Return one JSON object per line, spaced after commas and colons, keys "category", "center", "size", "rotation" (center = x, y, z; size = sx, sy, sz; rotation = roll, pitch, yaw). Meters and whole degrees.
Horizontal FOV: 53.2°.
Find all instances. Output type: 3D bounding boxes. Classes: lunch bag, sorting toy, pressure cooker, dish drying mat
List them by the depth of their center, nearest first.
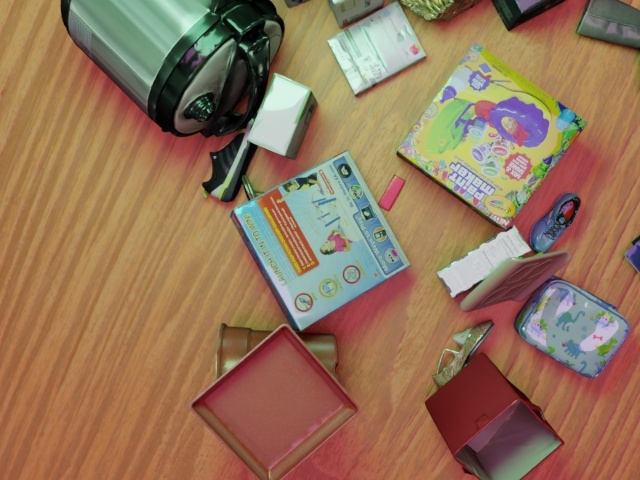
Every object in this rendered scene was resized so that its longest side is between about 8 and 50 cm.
{"category": "pressure cooker", "center": [-0.285, -0.427, 1.371], "size": [0.420, 0.370, 0.375], "rotation": [45, 100, 5]}
{"category": "sorting toy", "center": [0.424, 0.083, 1.403], "size": [0.193, 0.208, 0.038], "rotation": [-53, 52, 40]}
{"category": "lunch bag", "center": [0.577, 0.195, 1.467], "size": [0.219, 0.090, 0.176], "rotation": [31, 97, 3]}
{"category": "dish drying mat", "center": [0.169, -0.114, 1.527], "size": [0.032, 0.008, 0.083], "rotation": [29, 97, 4]}

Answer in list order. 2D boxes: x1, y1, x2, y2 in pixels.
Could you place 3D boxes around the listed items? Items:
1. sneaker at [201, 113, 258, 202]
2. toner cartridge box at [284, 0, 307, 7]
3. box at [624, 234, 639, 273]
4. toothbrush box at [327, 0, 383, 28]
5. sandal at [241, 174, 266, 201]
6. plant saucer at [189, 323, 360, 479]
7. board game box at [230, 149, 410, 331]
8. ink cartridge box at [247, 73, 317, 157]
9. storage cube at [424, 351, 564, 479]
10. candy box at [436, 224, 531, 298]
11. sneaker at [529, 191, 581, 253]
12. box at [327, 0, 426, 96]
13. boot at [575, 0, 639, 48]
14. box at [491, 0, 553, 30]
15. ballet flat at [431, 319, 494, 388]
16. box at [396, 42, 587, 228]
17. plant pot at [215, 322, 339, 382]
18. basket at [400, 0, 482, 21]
{"category": "sneaker", "center": [-0.218, -0.204, 1.521], "size": [0.097, 0.084, 0.235], "rotation": [24, 96, 5]}
{"category": "toner cartridge box", "center": [-0.088, -0.626, 1.346], "size": [0.075, 0.348, 0.165], "rotation": [-18, 92, 7]}
{"category": "box", "center": [0.817, 0.007, 1.457], "size": [0.225, 0.036, 0.136], "rotation": [-40, 89, 6]}
{"category": "toothbrush box", "center": [0.031, -0.643, 1.405], "size": [0.122, 0.206, 0.283], "rotation": [-26, 92, 6]}
{"category": "sandal", "center": [-0.119, -0.064, 1.523], "size": [0.060, 0.090, 0.219], "rotation": [-33, 89, -10]}
{"category": "plant saucer", "center": [-0.093, 0.341, 1.328], "size": [0.259, 0.048, 0.258], "rotation": [-40, 103, -4]}
{"category": "board game box", "center": [0.000, 0.000, 1.459], "size": [0.301, 0.086, 0.308], "rotation": [-29, 91, -15]}
{"category": "ink cartridge box", "center": [-0.079, -0.271, 1.439], "size": [0.093, 0.212, 0.154], "rotation": [23, 95, 0]}
{"category": "storage cube", "center": [0.378, 0.406, 1.424], "size": [0.215, 0.193, 0.183], "rotation": [-43, 112, 8]}
{"category": "candy box", "center": [0.362, 0.052, 1.438], "size": [0.196, 0.165, 0.070], "rotation": [-33, 80, 6]}
{"category": "sneaker", "center": [0.537, -0.041, 1.463], "size": [0.063, 0.073, 0.162], "rotation": [32, 96, 2]}
{"category": "box", "center": [0.130, -0.446, 1.493], "size": [0.186, 0.038, 0.145], "rotation": [-28, 91, 8]}
{"category": "boot", "center": [0.674, -0.443, 1.422], "size": [0.208, 0.076, 0.190], "rotation": [17, 81, -3]}
{"category": "box", "center": [0.472, -0.549, 1.392], "size": [0.156, 0.158, 0.093], "rotation": [-27, 91, 7]}
{"category": "ballet flat", "center": [0.330, 0.262, 1.510], "size": [0.067, 0.073, 0.206], "rotation": [33, 93, 17]}
{"category": "box", "center": [0.365, -0.223, 1.417], "size": [0.290, 0.177, 0.279], "rotation": [36, 98, 2]}
{"category": "plant pot", "center": [-0.092, 0.320, 1.468], "size": [0.264, 0.272, 0.273], "rotation": [-2, 94, -2]}
{"category": "basket", "center": [0.259, -0.654, 1.439], "size": [0.213, 0.223, 0.299], "rotation": [-34, 90, 40]}
